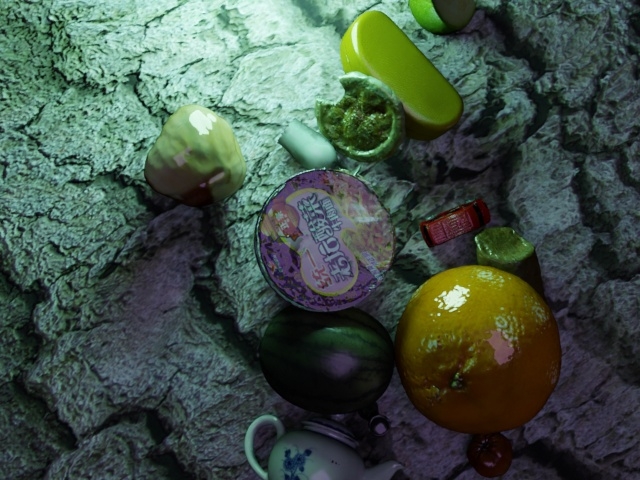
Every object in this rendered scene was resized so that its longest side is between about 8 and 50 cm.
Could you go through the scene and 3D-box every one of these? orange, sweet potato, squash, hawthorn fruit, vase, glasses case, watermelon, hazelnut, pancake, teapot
[{"bbox_3d":[0.376,0.274,1.712,0.423,0.326,0.424,9,107,29],"label":"orange"},{"bbox_3d":[0.521,0.139,1.861,0.157,0.158,0.370,-18,100,-6],"label":"sweet potato"},{"bbox_3d":[0.322,-0.591,1.752,0.202,0.289,0.111,6,95,-4],"label":"squash"},{"bbox_3d":[0.456,0.577,1.874,0.125,0.140,0.125,-4,62,7],"label":"hawthorn fruit"},{"bbox_3d":[0.137,0.457,1.802,0.059,0.167,0.059,0,91,-6],"label":"vase"},{"bbox_3d":[0.195,-0.410,1.813,0.371,0.141,0.173,46,70,-5],"label":"glasses case"},{"bbox_3d":[0.005,0.285,1.724,0.359,0.279,0.279,12,89,19],"label":"watermelon"},{"bbox_3d":[-0.319,-0.209,1.729,0.261,0.241,0.261,-9,108,-31],"label":"hazelnut"},{"bbox_3d":[0.102,-0.307,1.778,0.253,0.037,0.254,14,125,20],"label":"pancake"},{"bbox_3d":[0.001,0.551,1.756,0.423,0.252,0.280,12,66,21],"label":"teapot"}]

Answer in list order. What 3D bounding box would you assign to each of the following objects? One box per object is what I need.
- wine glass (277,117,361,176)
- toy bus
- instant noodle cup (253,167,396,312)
[{"bbox_3d":[-0.003,-0.222,1.814,0.222,0.103,0.103,39,86,-4],"label":"wine glass"},{"bbox_3d":[0.368,-0.049,1.863,0.195,0.089,0.081,-22,93,-6],"label":"toy bus"},{"bbox_3d":[0.000,0.000,1.730,0.339,0.266,0.340,0,89,-6],"label":"instant noodle cup"}]
